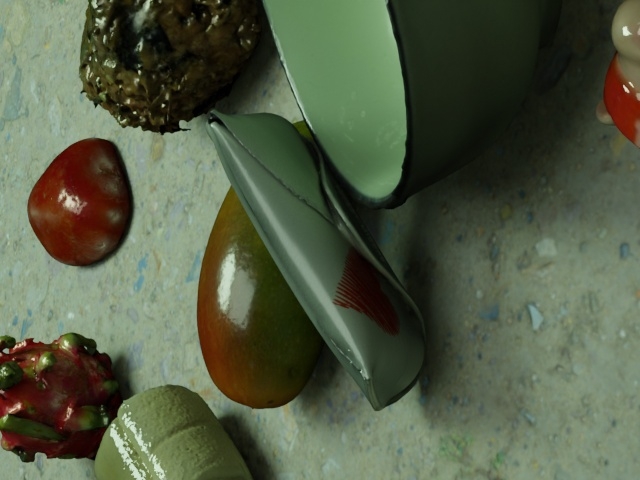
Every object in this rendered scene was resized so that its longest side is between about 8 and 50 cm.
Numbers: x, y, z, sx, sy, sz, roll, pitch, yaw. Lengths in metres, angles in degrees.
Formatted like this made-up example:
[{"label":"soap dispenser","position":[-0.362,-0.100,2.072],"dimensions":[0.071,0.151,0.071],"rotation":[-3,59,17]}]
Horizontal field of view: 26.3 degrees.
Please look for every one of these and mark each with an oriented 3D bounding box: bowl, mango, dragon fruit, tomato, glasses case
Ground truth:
[{"label":"bowl","position":[0.079,-0.218,1.132],"dimensions":[0.354,0.185,0.354],"rotation":[162,90,-77]},{"label":"mango","position":[-0.049,0.021,1.350],"dimensions":[0.146,0.129,0.289],"rotation":[-21,56,63]},{"label":"dragon fruit","position":[-0.328,0.187,1.633],"dimensions":[0.166,0.172,0.160],"rotation":[0,83,51]},{"label":"tomato","position":[-0.323,-0.043,1.751],"dimensions":[0.174,0.082,0.166],"rotation":[-45,50,34]},{"label":"glasses case","position":[-0.001,0.000,1.219],"dimensions":[0.083,0.128,0.308],"rotation":[-33,78,5]}]

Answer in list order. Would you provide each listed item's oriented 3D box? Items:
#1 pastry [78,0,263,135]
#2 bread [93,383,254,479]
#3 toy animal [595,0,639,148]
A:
[{"label":"pastry","position":[-0.186,-0.255,1.527],"dimensions":[0.275,0.193,0.275],"rotation":[-13,74,52]},{"label":"bread","position":[-0.150,0.248,1.424],"dimensions":[0.141,0.134,0.148],"rotation":[52,133,39]},{"label":"toy animal","position":[0.281,-0.140,0.932],"dimensions":[0.171,0.171,0.198],"rotation":[27,98,51]}]
